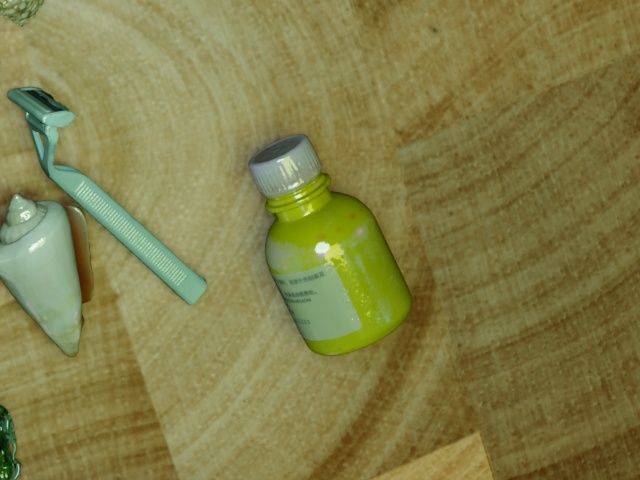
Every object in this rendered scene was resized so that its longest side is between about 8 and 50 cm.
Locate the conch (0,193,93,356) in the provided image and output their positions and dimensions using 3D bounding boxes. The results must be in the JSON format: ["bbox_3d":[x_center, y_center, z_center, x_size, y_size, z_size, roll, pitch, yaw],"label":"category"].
[{"bbox_3d":[-0.259,0.028,1.899,0.094,0.104,0.176,-30,113,11],"label":"conch"}]

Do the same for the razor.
[{"bbox_3d":[-0.208,-0.033,1.915,0.056,0.111,0.278,-42,120,-9],"label":"razor"}]

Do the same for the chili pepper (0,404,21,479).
[{"bbox_3d":[-0.394,0.205,1.900,0.216,0.062,0.108,5,92,-21],"label":"chili pepper"}]

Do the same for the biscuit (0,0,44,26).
[{"bbox_3d":[-0.270,-0.287,1.845,0.070,0.082,0.168,33,88,3],"label":"biscuit"}]

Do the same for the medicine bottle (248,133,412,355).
[{"bbox_3d":[0.000,0.000,1.974,0.122,0.122,0.212,-30,108,-13],"label":"medicine bottle"}]
